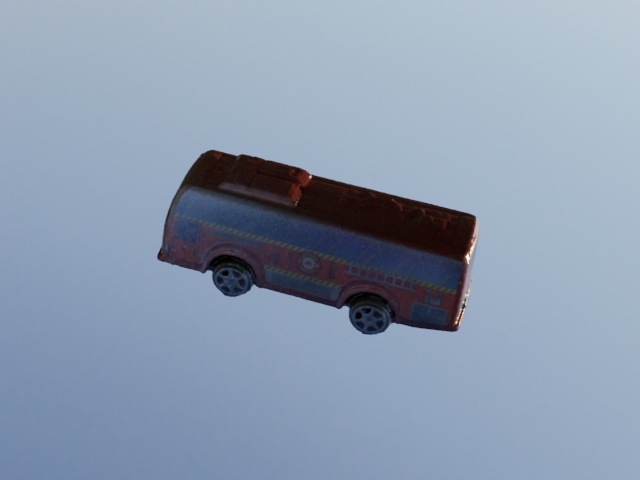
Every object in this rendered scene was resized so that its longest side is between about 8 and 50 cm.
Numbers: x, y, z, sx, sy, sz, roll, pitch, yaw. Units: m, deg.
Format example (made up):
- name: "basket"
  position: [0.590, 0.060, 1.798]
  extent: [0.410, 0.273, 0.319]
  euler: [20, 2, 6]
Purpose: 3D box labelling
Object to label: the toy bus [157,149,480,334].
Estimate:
- name: "toy bus"
  position: [0.000, 0.000, 0.821]
  extent: [0.192, 0.077, 0.065]
  euler: [15, -147, 6]
